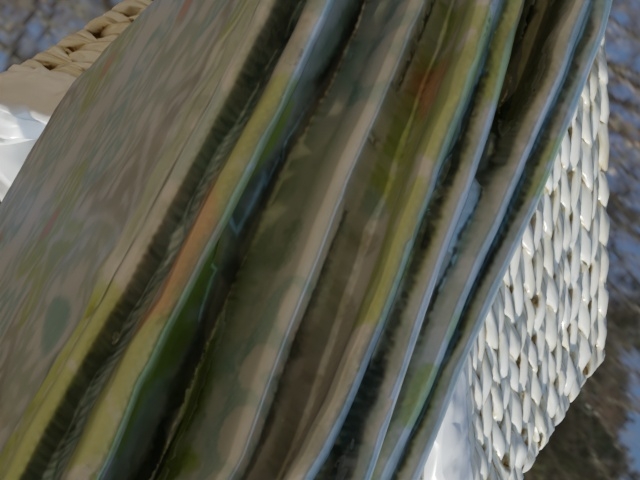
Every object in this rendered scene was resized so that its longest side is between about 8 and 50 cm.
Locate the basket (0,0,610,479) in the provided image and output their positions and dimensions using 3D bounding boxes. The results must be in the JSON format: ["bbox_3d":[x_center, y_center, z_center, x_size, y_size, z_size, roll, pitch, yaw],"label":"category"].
[{"bbox_3d":[0.000,0.000,1.103,0.328,0.331,0.266,17,-134,29],"label":"basket"}]

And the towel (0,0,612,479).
[{"bbox_3d":[-0.071,0.057,0.506,0.320,0.090,0.374,-64,-164,-20],"label":"towel"}]
